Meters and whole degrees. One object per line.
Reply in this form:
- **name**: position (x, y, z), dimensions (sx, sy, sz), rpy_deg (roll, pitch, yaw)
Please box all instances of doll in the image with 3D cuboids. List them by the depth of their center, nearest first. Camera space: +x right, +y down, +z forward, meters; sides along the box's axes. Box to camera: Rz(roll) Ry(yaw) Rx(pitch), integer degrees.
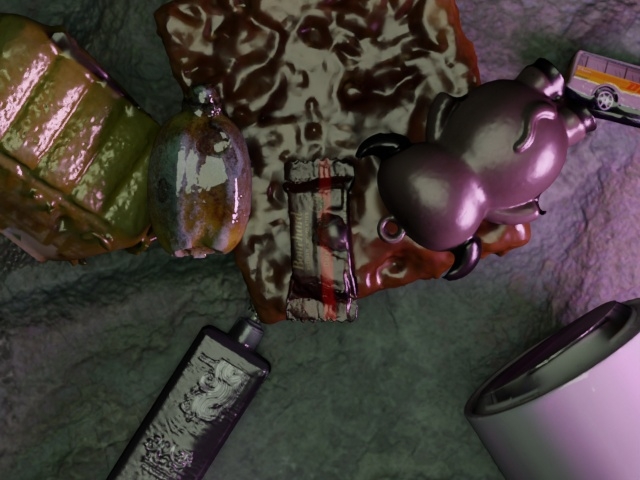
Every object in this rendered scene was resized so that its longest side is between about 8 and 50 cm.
- **doll**: position (0.163, -0.083, 1.690), dimensions (0.257, 0.117, 0.182), rpy_deg (-39, 92, 0)

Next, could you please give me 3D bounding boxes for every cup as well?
- **cup**: position (0.350, 0.265, 1.805), dimensions (0.253, 0.253, 0.371), rpy_deg (-31, 96, 2)

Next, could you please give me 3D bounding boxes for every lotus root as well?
- **lotus root**: position (-0.130, -0.074, 1.715), dimensions (0.113, 0.088, 0.192), rpy_deg (1, 101, -1)

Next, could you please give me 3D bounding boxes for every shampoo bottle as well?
- **shampoo bottle**: position (-0.140, 0.193, 1.891), dimensions (0.098, 0.071, 0.309), rpy_deg (32, 90, 2)

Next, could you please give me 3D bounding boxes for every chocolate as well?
- **chocolate**: position (0.000, 0.000, 1.740), dimensions (0.086, 0.028, 0.182), rpy_deg (1, 98, 5)

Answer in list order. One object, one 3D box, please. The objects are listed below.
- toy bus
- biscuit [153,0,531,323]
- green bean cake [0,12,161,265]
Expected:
- **toy bus**: position (0.371, -0.171, 1.877), dimensions (0.172, 0.057, 0.072), rpy_deg (15, 84, 0)
- **biscuit**: position (0.025, -0.134, 1.825), dimensions (0.342, 0.166, 0.395), rpy_deg (-17, 94, -1)
- **green bean cake**: position (-0.333, -0.096, 1.805), dimensions (0.310, 0.285, 0.202), rpy_deg (41, 71, -25)
